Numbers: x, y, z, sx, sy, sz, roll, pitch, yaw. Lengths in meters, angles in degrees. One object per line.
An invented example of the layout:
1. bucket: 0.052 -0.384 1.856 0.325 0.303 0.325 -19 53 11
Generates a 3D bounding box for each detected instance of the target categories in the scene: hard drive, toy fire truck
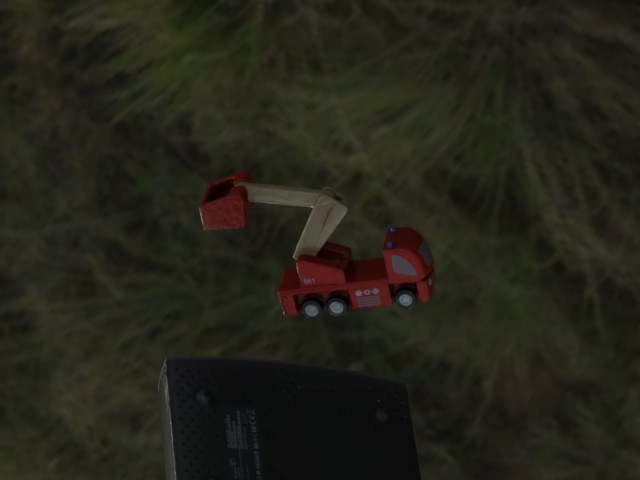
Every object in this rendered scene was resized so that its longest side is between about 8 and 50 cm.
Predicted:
1. hard drive: -0.028 0.196 1.508 0.254 0.172 0.054 8 149 -30
2. toy fire truck: 0.000 0.000 1.478 0.192 0.047 0.135 -7 118 13
